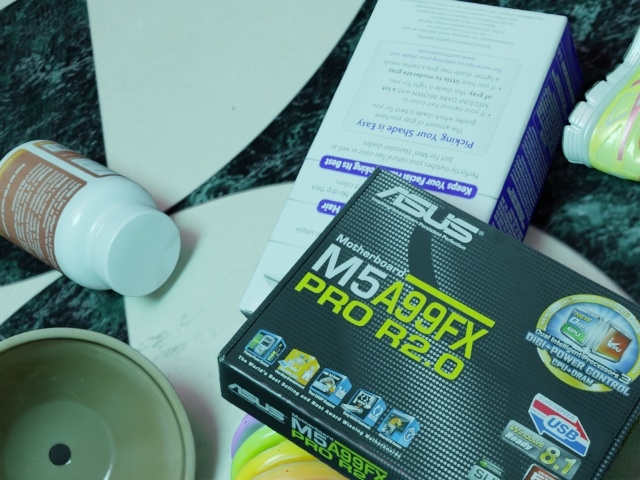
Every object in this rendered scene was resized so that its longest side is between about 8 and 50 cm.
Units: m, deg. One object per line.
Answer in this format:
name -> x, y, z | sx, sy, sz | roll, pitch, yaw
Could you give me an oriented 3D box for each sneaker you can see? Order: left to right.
sneaker -> 0.302, -0.133, 1.085 | 0.094, 0.081, 0.208 | 36, 90, 36

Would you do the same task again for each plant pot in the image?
plant pot -> -0.235, 0.197, 1.157 | 0.237, 0.237, 0.110 | -55, 7, -9

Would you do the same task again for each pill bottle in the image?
pill bottle -> -0.246, -0.020, 1.336 | 0.216, 0.121, 0.121 | 26, 77, 42

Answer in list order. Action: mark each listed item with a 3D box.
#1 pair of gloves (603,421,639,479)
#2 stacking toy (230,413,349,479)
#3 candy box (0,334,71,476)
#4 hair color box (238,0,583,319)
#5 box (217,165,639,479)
pair of gloves -> 0.280, 0.178, 0.906 | 0.240, 0.042, 0.204 | 28, 79, 44
stacking toy -> -0.015, 0.192, 1.044 | 0.175, 0.166, 0.302 | -23, 35, 7
candy box -> -0.334, 0.206, 1.278 | 0.165, 0.070, 0.196 | 27, 77, 42
hair color box -> 0.087, -0.045, 1.124 | 0.185, 0.110, 0.339 | 14, 67, 27
box -> 0.094, 0.090, 0.930 | 0.270, 0.060, 0.216 | 30, 60, 18
